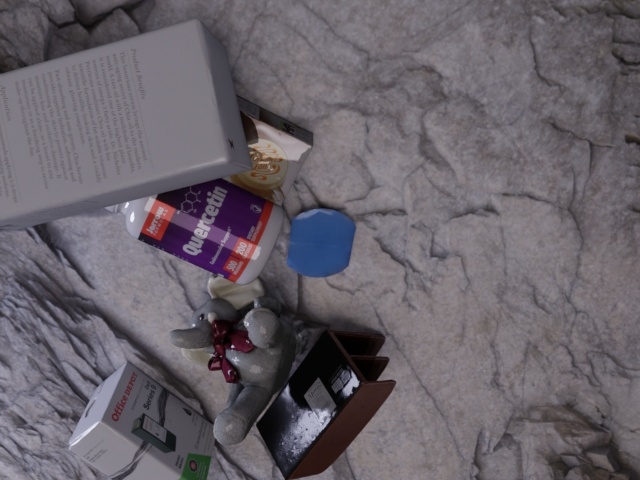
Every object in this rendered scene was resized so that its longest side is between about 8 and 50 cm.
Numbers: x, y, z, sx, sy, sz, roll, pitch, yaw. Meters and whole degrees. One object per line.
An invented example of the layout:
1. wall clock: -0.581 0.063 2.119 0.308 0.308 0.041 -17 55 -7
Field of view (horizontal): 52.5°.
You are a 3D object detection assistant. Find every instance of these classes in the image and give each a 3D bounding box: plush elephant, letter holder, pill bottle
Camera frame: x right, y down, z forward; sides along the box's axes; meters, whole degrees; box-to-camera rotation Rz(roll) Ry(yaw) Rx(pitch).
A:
1. plush elephant: -0.189 0.209 1.356 0.255 0.330 0.272 19 103 15
2. letter holder: 0.041 0.359 1.426 0.214 0.152 0.302 12 121 -45
3. pill bottle: -0.244 -0.052 1.252 0.323 0.181 0.181 25 114 -12

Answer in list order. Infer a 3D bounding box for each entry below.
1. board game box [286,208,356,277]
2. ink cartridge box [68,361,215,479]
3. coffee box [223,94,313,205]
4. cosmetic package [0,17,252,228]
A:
1. board game box: 0.000 0.000 1.362 0.133 0.033 0.169 4 121 -8
2. ink cartridge box: -0.394 0.450 1.481 0.121 0.211 0.289 -41 110 18
3. coffee box: -0.153 -0.189 1.230 0.246 0.098 0.141 26 113 -12
4. cosmetic package: -0.366 -0.178 1.075 0.453 0.161 0.230 -13 89 8
